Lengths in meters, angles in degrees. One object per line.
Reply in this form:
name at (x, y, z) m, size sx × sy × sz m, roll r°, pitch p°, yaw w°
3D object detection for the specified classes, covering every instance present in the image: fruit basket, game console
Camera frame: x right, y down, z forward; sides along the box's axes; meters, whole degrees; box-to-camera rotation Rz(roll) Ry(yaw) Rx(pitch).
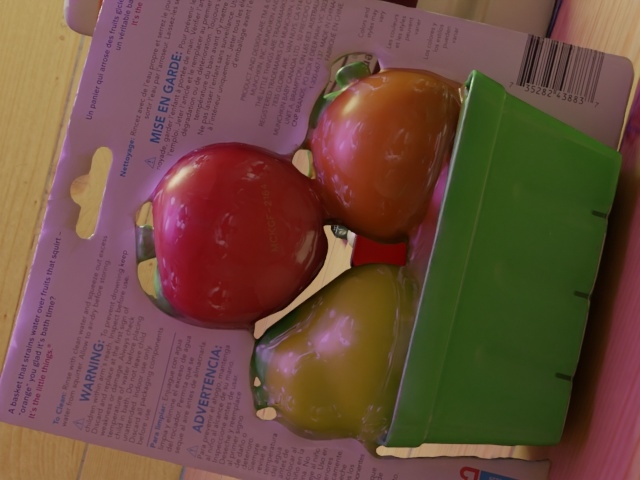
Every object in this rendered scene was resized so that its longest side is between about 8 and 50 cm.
fruit basket at (0.000, 0.000, 0.846) m, size 0.165 × 0.353 × 0.327 m, roll 61°, pitch -139°, yaw -81°
game console at (0.067, -0.011, 1.315) m, size 0.124 × 0.085 × 0.144 m, roll 129°, pitch 155°, yaw -70°

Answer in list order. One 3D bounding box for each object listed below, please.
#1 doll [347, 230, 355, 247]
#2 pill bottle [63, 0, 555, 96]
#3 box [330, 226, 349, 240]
doll at (0.068, -0.055, 1.520) m, size 0.189 × 0.046 × 0.129 m, roll 104°, pitch 165°, yaw -48°
pill bottle at (-0.007, -0.240, 1.135) m, size 0.224 × 0.392 × 0.224 m, roll -166°, pitch 90°, yaw -81°
box at (0.036, -0.047, 1.810) m, size 0.067 × 0.018 × 0.083 m, roll -114°, pitch 39°, yaw -77°
